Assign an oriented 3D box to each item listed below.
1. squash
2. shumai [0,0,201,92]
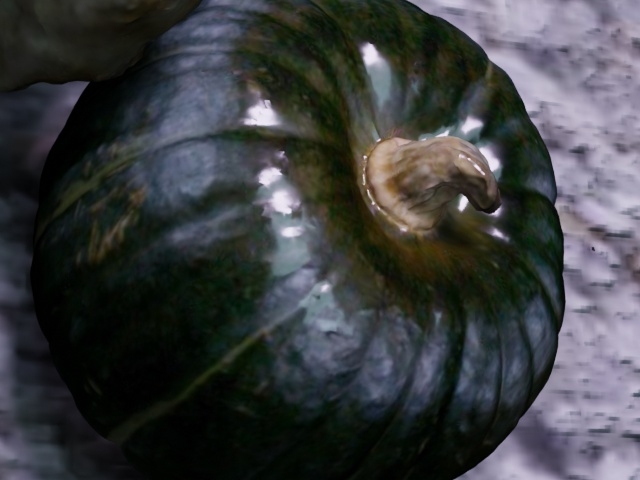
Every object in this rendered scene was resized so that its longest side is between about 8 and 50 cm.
[{"bbox_3d":[-0.004,0.002,0.685,0.218,0.172,0.218,12,43,-11],"label":"squash"},{"bbox_3d":[-0.080,-0.185,0.647,0.203,0.272,0.222,-32,108,-33],"label":"shumai"}]
